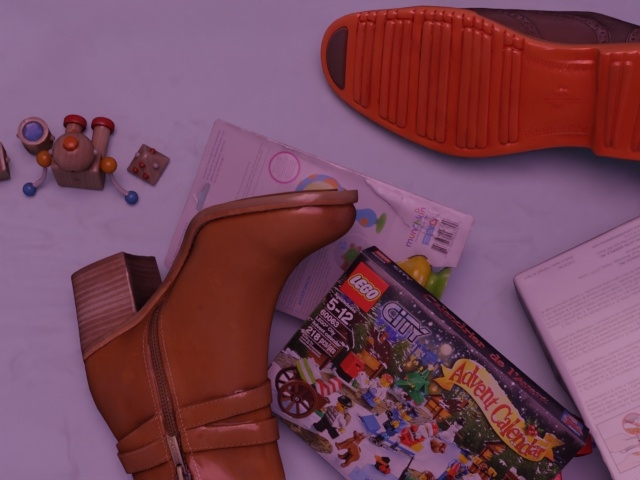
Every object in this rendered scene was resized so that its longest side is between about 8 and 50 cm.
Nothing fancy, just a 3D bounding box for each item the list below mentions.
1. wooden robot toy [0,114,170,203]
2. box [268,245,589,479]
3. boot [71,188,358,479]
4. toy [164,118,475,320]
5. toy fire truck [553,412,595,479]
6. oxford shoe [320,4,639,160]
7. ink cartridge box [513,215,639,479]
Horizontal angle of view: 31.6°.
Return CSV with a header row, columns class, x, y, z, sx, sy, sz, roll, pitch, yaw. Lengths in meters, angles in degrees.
class,x,y,z,sx,sy,sz,roll,pitch,yaw
wooden robot toy,-0.221,-0.082,0.993,0.173,0.079,0.076,4,75,-3
box,0.078,0.139,0.929,0.233,0.044,0.159,41,107,10
boot,-0.068,0.090,0.901,0.283,0.109,0.220,-22,79,19
toy,0.000,0.000,0.987,0.237,0.056,0.137,21,96,7
toy fire truck,0.236,0.238,0.952,0.135,0.047,0.192,-2,75,-4
oxford shoe,0.183,-0.151,1.030,0.363,0.133,0.130,12,119,11
ink cartridge box,0.292,0.094,0.942,0.189,0.066,0.232,-25,69,6
